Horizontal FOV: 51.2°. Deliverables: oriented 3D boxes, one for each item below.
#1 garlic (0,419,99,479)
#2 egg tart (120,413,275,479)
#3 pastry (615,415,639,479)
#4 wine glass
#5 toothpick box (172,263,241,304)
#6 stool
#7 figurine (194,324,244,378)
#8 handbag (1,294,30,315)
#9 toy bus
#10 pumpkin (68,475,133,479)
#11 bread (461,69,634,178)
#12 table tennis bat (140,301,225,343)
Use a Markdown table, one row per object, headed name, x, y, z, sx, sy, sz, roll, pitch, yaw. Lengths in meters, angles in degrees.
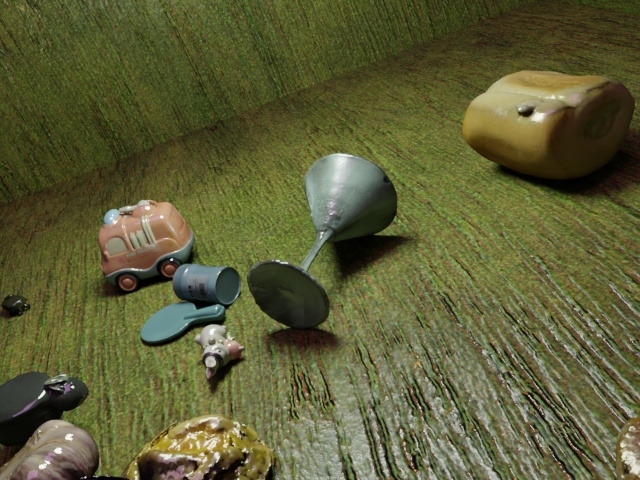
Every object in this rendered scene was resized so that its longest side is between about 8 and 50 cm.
| name | x | y | z | sx | sy | sz | roll | pitch | yaw |
| --- | --- | --- | --- | --- | --- | --- | --- | --- | --- |
| garlic | -0.505 | 0.452 | 1.226 | 0.245 | 0.160 | 0.245 | -36 | 22 | 17 |
| egg tart | -0.229 | 0.397 | 1.178 | 0.297 | 0.132 | 0.297 | -11 | 26 | 5 |
| pastry | 0.491 | 0.307 | 0.897 | 0.182 | 0.093 | 0.192 | 0 | 34 | 37 |
| wine glass | 0.000 | 0.000 | 1.612 | 0.267 | 0.267 | 0.406 | -1 | 36 | 31 |
| toothpick box | -0.299 | 0.114 | 1.751 | 0.153 | 0.101 | 0.101 | 3 | 35 | 35 |
| stool | -0.612 | 0.376 | 1.439 | 0.228 | 0.139 | 0.153 | -7 | 31 | 22 |
| figurine | -0.222 | 0.242 | 1.490 | 0.098 | 0.081 | 0.146 | -24 | 28 | -9 |
| handbag | -0.957 | 0.197 | 2.086 | 0.111 | 0.047 | 0.072 | 4 | 41 | 38 |
| toy bus | -0.527 | 0.000 | 1.975 | 0.288 | 0.232 | 0.194 | -15 | 30 | 5 |
| pumpkin | -0.378 | 0.505 | 0.984 | 0.321 | 0.192 | 0.320 | -15 | 34 | 11 |
| bread | 0.591 | -0.304 | 1.763 | 0.348 | 0.252 | 0.376 | -26 | 29 | -22 |
| table tennis bat | -0.351 | 0.200 | 1.700 | 0.245 | 0.040 | 0.153 | -13 | 29 | 22 |
